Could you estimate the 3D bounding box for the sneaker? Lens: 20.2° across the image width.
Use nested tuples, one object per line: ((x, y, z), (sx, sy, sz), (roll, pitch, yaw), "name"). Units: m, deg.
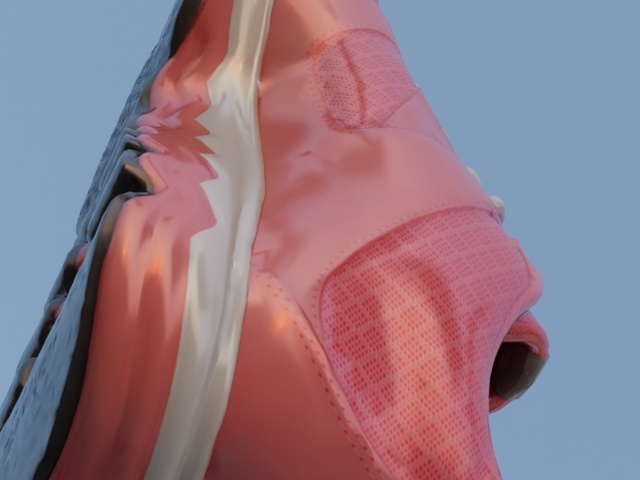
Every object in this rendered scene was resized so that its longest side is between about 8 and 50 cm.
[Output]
((0.000, 0.001, 0.528), (0.136, 0.314, 0.116), (25, -58, -9), "sneaker")
